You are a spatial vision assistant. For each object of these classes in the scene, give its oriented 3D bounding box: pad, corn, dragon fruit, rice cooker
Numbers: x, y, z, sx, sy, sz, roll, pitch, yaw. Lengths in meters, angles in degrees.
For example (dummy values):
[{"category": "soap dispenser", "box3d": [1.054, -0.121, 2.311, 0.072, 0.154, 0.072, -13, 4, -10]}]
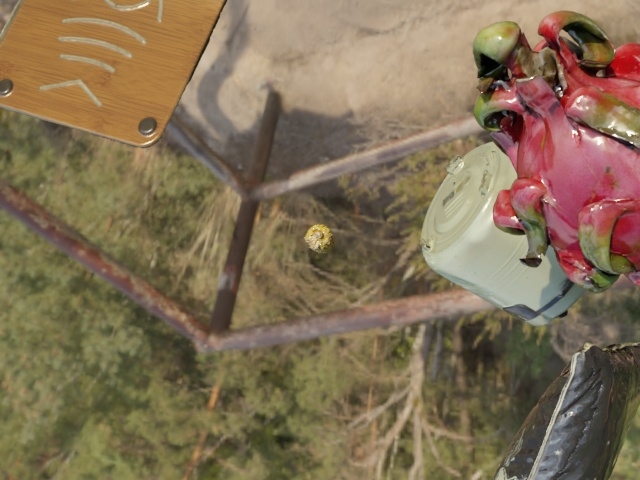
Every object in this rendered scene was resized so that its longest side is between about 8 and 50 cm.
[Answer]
[{"category": "pad", "box3d": [-0.276, -0.273, 1.031, 0.286, 0.284, 0.018, 17, 165, 17]}, {"category": "corn", "box3d": [0.000, 0.000, 0.828, 0.027, 0.028, 0.083, 50, 179, 8]}, {"category": "dragon fruit", "box3d": [0.250, -0.081, 0.714, 0.218, 0.198, 0.273, -23, 94, 27]}, {"category": "rice cooker", "box3d": [0.280, -0.010, 1.140, 0.244, 0.226, 0.226, 27, 140, -12]}]

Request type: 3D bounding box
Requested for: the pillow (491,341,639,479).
[{"category": "pillow", "box3d": [0.119, 0.149, 0.432, 0.055, 0.208, 0.141, 26, -171, 30]}]
